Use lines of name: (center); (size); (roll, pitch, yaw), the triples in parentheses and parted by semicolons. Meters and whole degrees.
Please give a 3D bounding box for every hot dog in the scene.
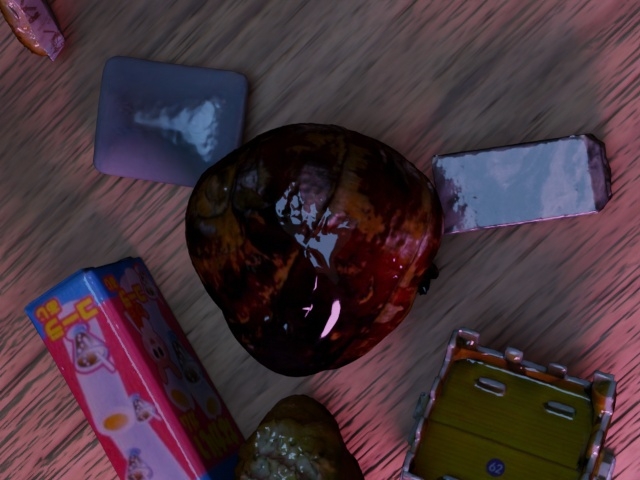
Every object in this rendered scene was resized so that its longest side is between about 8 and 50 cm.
hot dog: (-0.343, -0.277, 1.923); (0.053, 0.192, 0.099); (-32, 59, -2)

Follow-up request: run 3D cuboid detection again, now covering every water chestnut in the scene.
water chestnut: (0.000, 0.000, 1.819); (0.289, 0.244, 0.289); (13, 116, 28)

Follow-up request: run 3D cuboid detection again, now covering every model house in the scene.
model house: (0.191, 0.237, 1.804); (0.224, 0.215, 0.198); (16, 60, 12)

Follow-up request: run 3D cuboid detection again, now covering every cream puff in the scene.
cream puff: (-0.014, 0.305, 1.840); (0.155, 0.269, 0.241); (-16, 102, 15)

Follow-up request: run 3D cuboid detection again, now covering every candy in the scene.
candy: (-0.196, 0.175, 1.927); (0.100, 0.157, 0.306); (-32, 87, 15)
candy: (-0.171, -0.132, 1.940); (0.174, 0.071, 0.138); (9, 97, 14)

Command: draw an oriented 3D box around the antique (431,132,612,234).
antique: (0.220, -0.062, 1.838); (0.183, 0.086, 0.088); (-7, 93, 15)
